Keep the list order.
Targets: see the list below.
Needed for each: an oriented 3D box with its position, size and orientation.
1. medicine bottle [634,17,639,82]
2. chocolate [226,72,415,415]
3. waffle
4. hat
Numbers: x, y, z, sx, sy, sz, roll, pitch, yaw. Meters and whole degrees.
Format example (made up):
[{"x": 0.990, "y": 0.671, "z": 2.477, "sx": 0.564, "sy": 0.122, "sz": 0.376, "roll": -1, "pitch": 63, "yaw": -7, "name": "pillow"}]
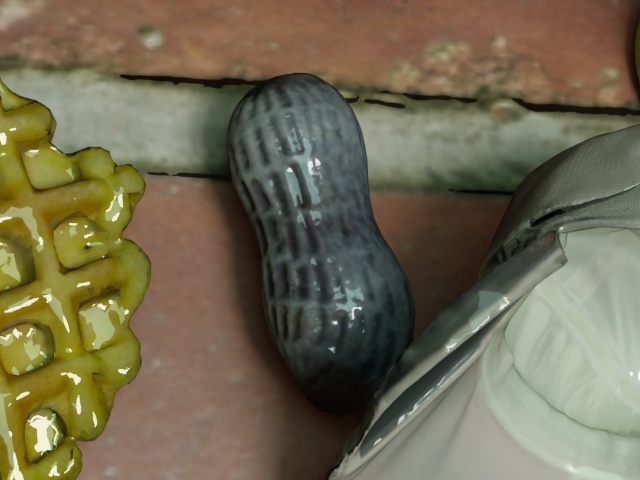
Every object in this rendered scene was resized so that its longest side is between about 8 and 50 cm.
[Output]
[{"x": 0.251, "y": -0.118, "z": 0.948, "sx": 0.124, "sy": 0.239, "sz": 0.124, "roll": 4, "pitch": 75, "yaw": -17, "name": "medicine bottle"}, {"x": 0.000, "y": 0.000, "z": 0.938, "sx": 0.072, "sy": 0.072, "sz": 0.167, "roll": -10, "pitch": 75, "yaw": -17, "name": "chocolate"}, {"x": -0.211, "y": 0.028, "z": 0.885, "sx": 0.291, "sy": 0.051, "sz": 0.291, "roll": 4, "pitch": 75, "yaw": -16, "name": "waffle"}, {"x": 0.128, "y": 0.068, "z": 0.918, "sx": 0.275, "sy": 0.161, "sz": 0.232, "roll": -44, "pitch": 111, "yaw": 2, "name": "hat"}]
